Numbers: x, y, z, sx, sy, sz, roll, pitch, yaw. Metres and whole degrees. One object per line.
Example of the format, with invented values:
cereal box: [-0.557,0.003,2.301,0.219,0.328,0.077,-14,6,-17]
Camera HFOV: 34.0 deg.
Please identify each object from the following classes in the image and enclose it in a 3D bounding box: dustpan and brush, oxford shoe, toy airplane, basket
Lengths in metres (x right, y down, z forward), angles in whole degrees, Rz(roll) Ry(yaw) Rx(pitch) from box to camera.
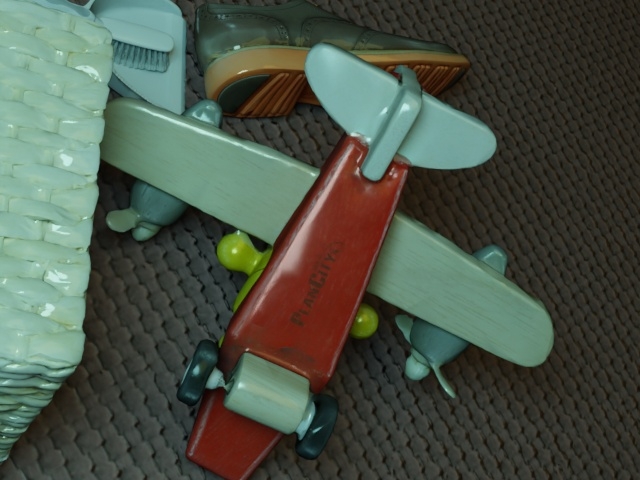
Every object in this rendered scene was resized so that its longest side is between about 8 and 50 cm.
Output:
dustpan and brush: [-0.228,-0.223,1.115,0.211,0.060,0.147,12,62,-29]
oxford shoe: [0.022,-0.230,1.245,0.363,0.130,0.133,-3,64,-34]
toy airplane: [0.000,0.000,1.026,0.384,0.272,0.386,-20,93,-6]
basket: [-0.352,-0.021,0.810,0.331,0.266,0.328,15,60,-29]
